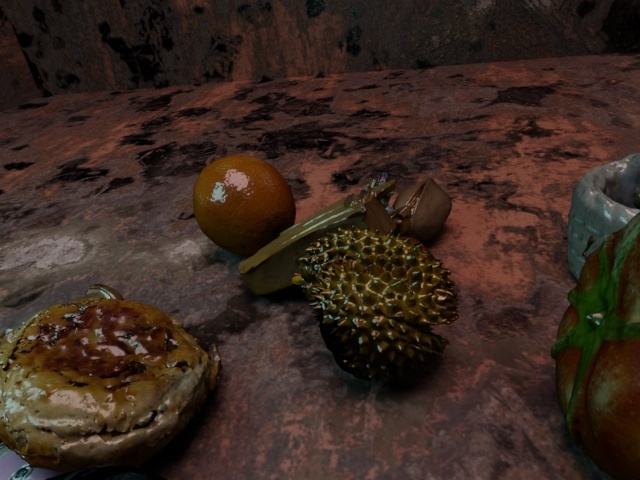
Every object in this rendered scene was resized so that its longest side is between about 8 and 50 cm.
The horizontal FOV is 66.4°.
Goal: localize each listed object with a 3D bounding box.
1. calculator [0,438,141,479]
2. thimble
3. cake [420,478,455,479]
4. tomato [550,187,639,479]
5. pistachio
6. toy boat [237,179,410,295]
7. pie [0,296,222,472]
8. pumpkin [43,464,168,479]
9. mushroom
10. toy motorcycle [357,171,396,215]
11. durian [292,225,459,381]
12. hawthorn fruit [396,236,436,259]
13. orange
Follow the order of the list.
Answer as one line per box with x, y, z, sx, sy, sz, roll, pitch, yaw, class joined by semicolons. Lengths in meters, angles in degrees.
-0.313;0.265;0.572;0.246;0.045;0.141;21;41;41;calculator
0.486;-0.023;0.736;0.204;0.172;0.250;-3;33;13;thimble
0.198;0.282;0.401;0.295;0.113;0.116;-3;27;34;cake
0.384;0.106;0.477;0.238;0.304;0.304;17;36;10;tomato
0.185;-0.053;0.921;0.112;0.113;0.149;9;33;26;pistachio
0.000;0.000;0.799;0.310;0.089;0.115;-28;21;25;toy boat
-0.269;0.165;0.614;0.307;0.086;0.308;10;19;-3;pie
-0.200;0.265;0.352;0.247;0.248;0.248;-6;31;4;pumpkin
-0.409;0.146;0.760;0.116;0.093;0.225;17;26;9;mushroom
0.088;-0.031;0.890;0.074;0.106;0.190;20;71;3;toy motorcycle
0.048;0.091;0.636;0.237;0.194;0.138;4;41;32;durian
0.117;0.056;0.752;0.127;0.128;0.128;-6;31;4;hawthorn fruit
-0.144;-0.065;0.940;0.205;0.206;0.206;-6;31;4;orange
